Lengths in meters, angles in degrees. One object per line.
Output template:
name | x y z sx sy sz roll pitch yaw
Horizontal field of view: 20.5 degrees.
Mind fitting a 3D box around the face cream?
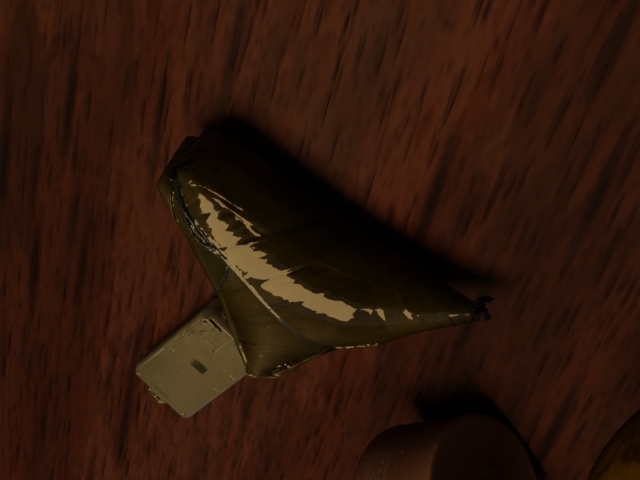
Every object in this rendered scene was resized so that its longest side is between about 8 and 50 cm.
face cream | 0.117 0.240 1.649 0.104 0.149 0.149 -16 118 47

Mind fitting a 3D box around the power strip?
power strip | -0.122 0.122 1.808 0.081 0.035 0.192 43 141 -6

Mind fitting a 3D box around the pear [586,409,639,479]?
pear | 0.346 0.235 1.384 0.280 0.281 0.281 21 139 20

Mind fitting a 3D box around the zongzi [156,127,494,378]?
zongzi | 0.000 0.000 1.534 0.256 0.115 0.228 -9 119 35
